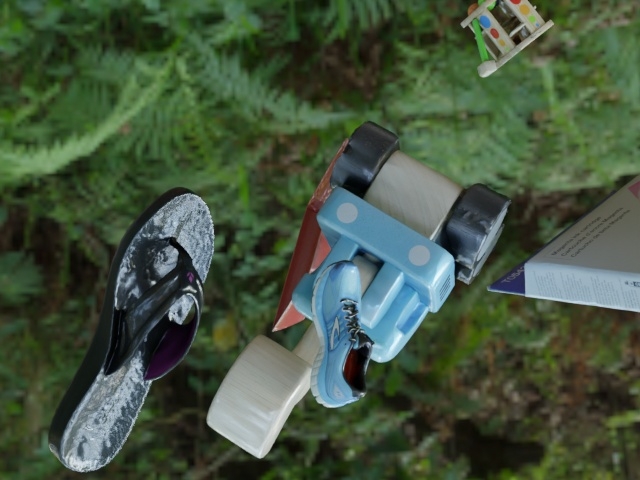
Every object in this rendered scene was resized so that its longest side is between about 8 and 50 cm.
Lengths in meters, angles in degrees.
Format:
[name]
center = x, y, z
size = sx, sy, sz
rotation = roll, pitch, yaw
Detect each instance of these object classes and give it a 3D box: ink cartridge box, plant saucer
[ink cartridge box]
center = 0.441, -0.014, 1.955
size = 0.330, 0.071, 0.324
rotation = 8, -147, 46
[plant saucer]
center = 0.000, 0.000, 2.327
size = 0.048, 0.258, 0.259
rotation = 20, 152, -8

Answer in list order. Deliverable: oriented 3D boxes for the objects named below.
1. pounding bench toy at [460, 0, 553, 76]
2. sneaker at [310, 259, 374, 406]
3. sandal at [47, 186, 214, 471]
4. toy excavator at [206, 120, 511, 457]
[pounding bench toy]
center = 0.167, -0.204, 1.370
size = 0.083, 0.065, 0.052
rotation = -39, -179, -27
[sneaker]
center = 0.035, 0.102, 1.558
size = 0.063, 0.162, 0.073
rotation = 5, 172, -39
[sandal]
center = -0.244, 0.141, 2.040
size = 0.107, 0.445, 0.168
rotation = 30, -168, 37
[toy excavator]
center = 0.041, 0.081, 1.829
size = 0.222, 0.445, 0.433
rotation = 30, 174, 10
